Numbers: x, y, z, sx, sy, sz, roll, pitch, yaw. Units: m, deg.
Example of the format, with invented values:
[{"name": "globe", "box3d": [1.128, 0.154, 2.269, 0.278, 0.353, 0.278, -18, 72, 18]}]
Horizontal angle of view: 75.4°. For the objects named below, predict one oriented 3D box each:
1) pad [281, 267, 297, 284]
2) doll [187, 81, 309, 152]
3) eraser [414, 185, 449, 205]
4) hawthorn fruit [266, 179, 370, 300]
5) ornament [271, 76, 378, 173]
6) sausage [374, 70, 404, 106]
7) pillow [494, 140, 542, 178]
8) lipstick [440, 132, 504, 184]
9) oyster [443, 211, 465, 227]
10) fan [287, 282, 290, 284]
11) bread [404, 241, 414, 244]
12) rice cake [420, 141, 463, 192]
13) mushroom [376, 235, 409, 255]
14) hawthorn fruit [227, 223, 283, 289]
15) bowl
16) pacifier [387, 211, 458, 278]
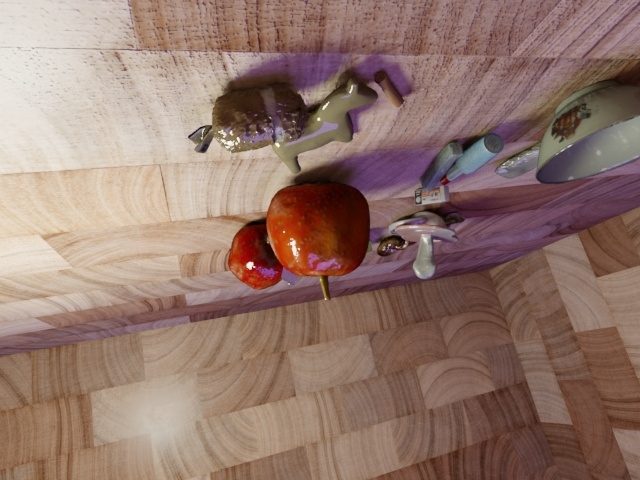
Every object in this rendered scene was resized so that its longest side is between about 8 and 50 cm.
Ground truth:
[{"name": "pad", "box3d": [-0.081, 0.030, 1.380, 0.004, 0.232, 0.156, 10, 169, 15]}, {"name": "doll", "box3d": [-0.131, -0.212, 0.729, 0.221, 0.105, 0.115, -7, -154, 6]}, {"name": "eraser", "box3d": [0.362, -0.146, 1.354, 0.029, 0.052, 0.122, -3, 179, -38]}, {"name": "hawthorn fruit", "box3d": [0.000, 0.000, 1.131, 0.287, 0.330, 0.287, -7, 178, 0]}, {"name": "ornament", "box3d": [0.008, -0.230, 0.840, 0.230, 0.061, 0.245, -17, 167, 8]}, {"name": "sausage", "box3d": [0.136, -0.290, 0.804, 0.026, 0.026, 0.116, -21, 163, 25]}, {"name": "pillow", "box3d": [0.662, -0.256, 1.277, 0.128, 0.051, 0.229, 1, 157, -47]}, {"name": "lipstick", "box3d": [0.414, -0.219, 1.183, 0.061, 0.068, 0.274, -38, 178, -16]}, {"name": "oyster", "box3d": [0.564, -0.084, 1.759, 0.083, 0.080, 0.038, 17, -165, 13]}, {"name": "fan", "box3d": [-0.192, 0.096, 1.541, 0.229, 0.011, 0.335, -26, -149, -27]}, {"name": "bread", "box3d": [0.441, -0.002, 1.981, 0.129, 0.044, 0.126, -30, 158, 38]}, {"name": "rice cake", "box3d": [0.344, -0.208, 1.203, 0.042, 0.045, 0.245, -13, 164, -9]}, {"name": "mushroom", "box3d": [0.335, 0.018, 1.903, 0.170, 0.080, 0.135, -24, 173, 32]}, {"name": "hawthorn fruit", "box3d": [-0.191, 0.044, 1.364, 0.215, 0.215, 0.249, -3, 148, -31]}, {"name": "bowl", "box3d": [0.679, -0.281, 1.015, 0.337, 0.157, 0.337, -11, 163, -4]}, {"name": "pacifier", "box3d": [0.429, -0.002, 1.678, 0.220, 0.273, 0.332, -34, 159, 13]}]
